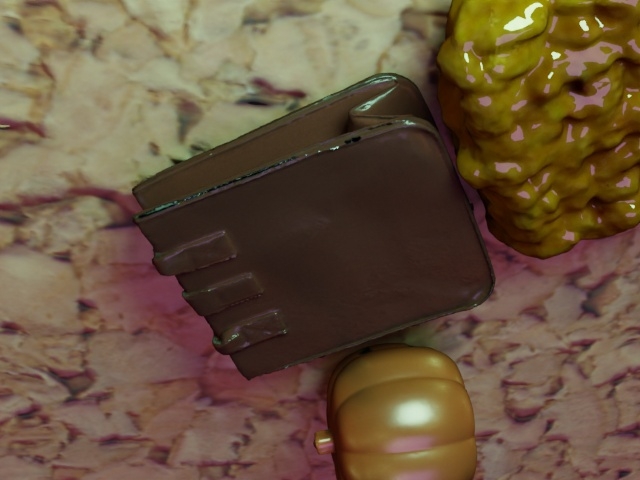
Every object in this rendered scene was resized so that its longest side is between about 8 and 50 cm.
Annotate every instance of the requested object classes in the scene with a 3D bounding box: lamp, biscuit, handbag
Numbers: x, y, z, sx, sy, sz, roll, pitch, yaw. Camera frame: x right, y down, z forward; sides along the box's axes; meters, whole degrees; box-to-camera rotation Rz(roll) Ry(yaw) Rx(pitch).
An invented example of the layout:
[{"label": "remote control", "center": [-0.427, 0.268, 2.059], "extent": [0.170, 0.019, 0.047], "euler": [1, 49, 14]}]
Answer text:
[{"label": "lamp", "center": [0.073, 0.199, 1.140], "extent": [0.164, 0.187, 0.187], "euler": [-7, 136, -9]}, {"label": "biscuit", "center": [0.257, -0.126, 0.907], "extent": [0.312, 0.110, 0.318], "euler": [-20, 136, 10]}, {"label": "handbag", "center": [0.000, -0.001, 0.994], "extent": [0.276, 0.084, 0.260], "euler": [-22, 136, 10]}]
